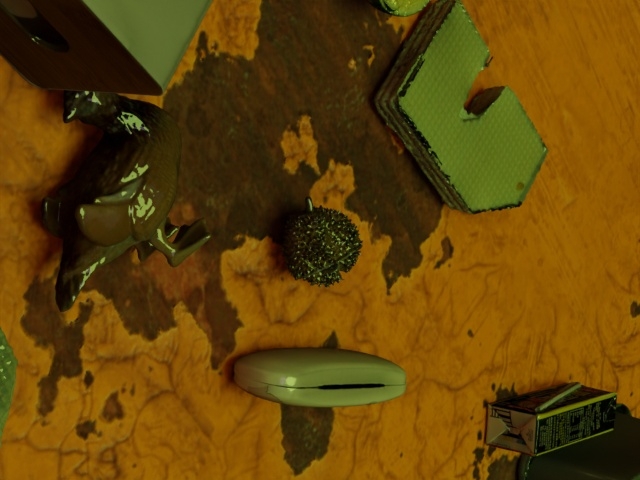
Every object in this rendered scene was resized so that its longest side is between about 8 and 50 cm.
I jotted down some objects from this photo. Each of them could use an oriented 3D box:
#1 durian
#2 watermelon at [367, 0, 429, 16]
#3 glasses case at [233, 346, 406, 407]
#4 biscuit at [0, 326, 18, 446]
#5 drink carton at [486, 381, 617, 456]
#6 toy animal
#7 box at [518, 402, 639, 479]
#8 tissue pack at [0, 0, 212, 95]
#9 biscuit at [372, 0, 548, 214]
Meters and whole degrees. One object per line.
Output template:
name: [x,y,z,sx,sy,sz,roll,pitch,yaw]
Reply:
durian: [0.000,0.000,1.625,0.080,0.080,0.091,-27,114,-43]
watermelon: [0.066,-0.267,1.659,0.105,0.062,0.105,-6,99,-41]
glasses case: [0.002,0.130,1.648,0.204,0.081,0.051,4,95,-47]
biscuit: [-0.327,0.083,1.284,0.252,0.052,0.150,17,84,-49]
drink carton: [0.264,0.199,1.966,0.165,0.071,0.056,-9,107,-49]
toy animal: [-0.179,-0.039,1.410,0.188,0.089,0.179,-56,128,-26]
box: [0.351,0.302,2.035,0.243,0.135,0.163,-17,109,-46]
tissue pack: [-0.203,-0.236,1.285,0.246,0.159,0.136,48,60,-41]
biscuit: [0.151,-0.121,1.795,0.250,0.046,0.147,50,59,-40]
